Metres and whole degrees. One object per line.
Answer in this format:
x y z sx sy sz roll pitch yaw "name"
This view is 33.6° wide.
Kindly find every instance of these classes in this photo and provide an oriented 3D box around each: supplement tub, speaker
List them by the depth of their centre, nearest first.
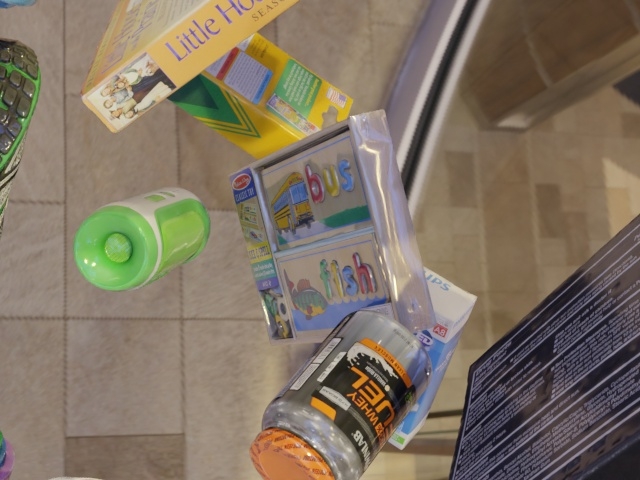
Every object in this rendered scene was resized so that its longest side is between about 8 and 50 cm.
0.020 0.170 1.072 0.117 0.117 0.190 47 55 -6 "supplement tub"
-0.253 -0.007 1.558 0.131 0.296 0.131 2 98 10 "speaker"

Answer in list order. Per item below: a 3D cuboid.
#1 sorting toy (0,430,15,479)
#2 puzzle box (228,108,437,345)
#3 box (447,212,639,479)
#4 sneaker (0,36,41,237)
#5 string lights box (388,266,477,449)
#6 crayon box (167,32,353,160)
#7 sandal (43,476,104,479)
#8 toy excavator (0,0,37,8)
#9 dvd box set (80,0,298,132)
-0.462 0.280 1.043 0.366 0.126 0.127 -29 71 -36 "sorting toy"
0.000 0.000 1.421 0.052 0.409 0.272 -13 88 -27 "puzzle box"
0.260 0.164 0.887 0.183 0.296 0.294 35 37 -8 "box"
-0.405 -0.066 1.175 0.134 0.146 0.343 23 87 3 "sneaker"
0.113 0.157 1.501 0.133 0.259 0.077 30 39 19 "string lights box"
-0.115 -0.242 1.684 0.323 0.083 0.203 33 36 -11 "crayon box"
-0.228 0.302 1.046 0.416 0.102 0.169 12 107 3 "sandal"
-0.495 -0.282 0.984 0.433 0.222 0.445 31 104 -24 "toy excavator"
-0.062 -0.310 1.137 0.420 0.307 0.062 -33 116 16 "dvd box set"
